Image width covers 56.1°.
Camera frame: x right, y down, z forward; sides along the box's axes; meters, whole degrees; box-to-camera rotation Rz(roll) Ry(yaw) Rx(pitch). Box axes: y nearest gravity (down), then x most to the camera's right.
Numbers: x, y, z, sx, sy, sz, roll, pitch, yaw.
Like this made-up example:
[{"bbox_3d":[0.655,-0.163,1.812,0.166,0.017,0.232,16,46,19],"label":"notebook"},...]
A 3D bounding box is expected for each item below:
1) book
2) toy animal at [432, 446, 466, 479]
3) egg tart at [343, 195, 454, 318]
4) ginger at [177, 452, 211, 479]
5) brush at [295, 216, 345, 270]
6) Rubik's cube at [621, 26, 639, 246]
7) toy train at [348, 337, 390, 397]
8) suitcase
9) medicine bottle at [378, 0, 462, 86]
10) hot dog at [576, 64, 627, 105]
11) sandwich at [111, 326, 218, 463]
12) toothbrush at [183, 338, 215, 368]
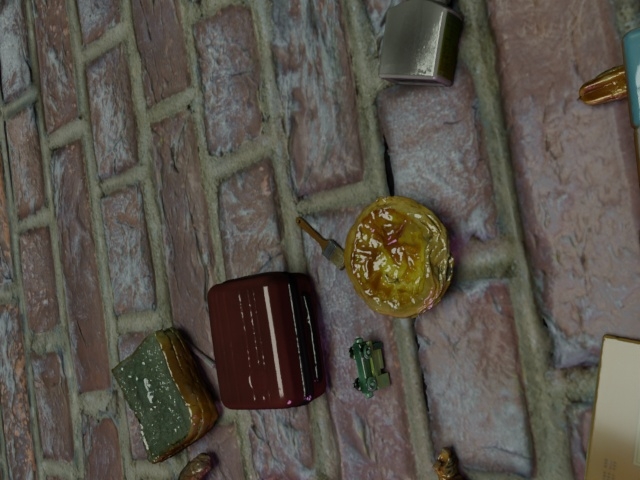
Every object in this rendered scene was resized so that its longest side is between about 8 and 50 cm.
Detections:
[{"bbox_3d":[0.608,0.308,0.889,0.389,0.032,0.269,10,96,35],"label":"book"},{"bbox_3d":[0.309,0.494,1.085,0.255,0.116,0.114,19,126,29],"label":"toy animal"},{"bbox_3d":[0.157,0.032,1.163,0.241,0.106,0.241,3,94,39],"label":"egg tart"},{"bbox_3d":[-0.346,0.678,1.555,0.084,0.122,0.290,15,99,3],"label":"ginger"},{"bbox_3d":[0.000,0.000,1.332,0.170,0.014,0.043,43,117,29],"label":"brush"},{"bbox_3d":[0.580,-0.089,0.702,0.347,0.347,0.344,-5,90,35],"label":"Rubik's cube"},{"bbox_3d":[0.100,0.257,1.225,0.050,0.081,0.122,-15,82,44],"label":"toy train"},{"bbox_3d":[-0.120,0.222,1.334,0.236,0.161,0.297,-12,84,36],"label":"suitcase"},{"bbox_3d":[0.192,-0.394,1.132,0.132,0.088,0.188,14,99,35],"label":"medicine bottle"},{"bbox_3d":[0.479,-0.253,0.963,0.133,0.041,0.056,-16,82,28],"label":"hot dog"},{"bbox_3d":[-0.412,0.408,1.587,0.271,0.099,0.301,-44,67,36],"label":"sandwich"},{"bbox_3d":[-0.343,0.282,1.588,0.194,0.017,0.014,28,112,32],"label":"toothbrush"}]
